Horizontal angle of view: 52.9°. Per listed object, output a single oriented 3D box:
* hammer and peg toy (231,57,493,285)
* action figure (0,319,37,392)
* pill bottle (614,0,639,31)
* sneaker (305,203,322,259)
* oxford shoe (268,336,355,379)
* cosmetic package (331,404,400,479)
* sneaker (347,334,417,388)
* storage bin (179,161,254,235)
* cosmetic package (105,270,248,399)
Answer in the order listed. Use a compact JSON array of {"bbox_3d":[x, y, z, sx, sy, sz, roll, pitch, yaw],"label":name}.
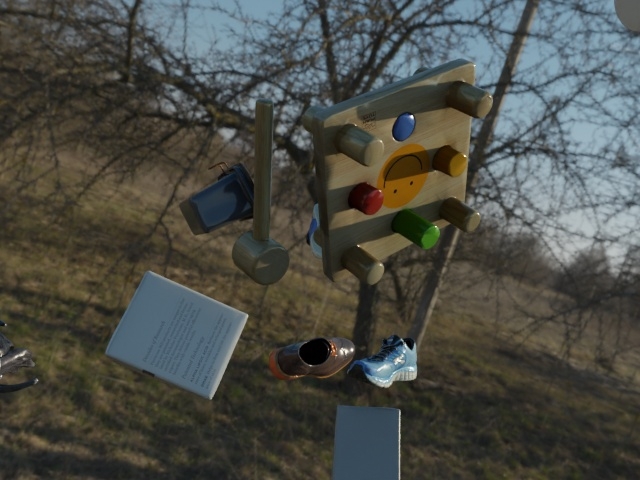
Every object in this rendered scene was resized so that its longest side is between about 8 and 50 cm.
[{"bbox_3d":[0.061,-0.074,0.837,0.361,0.266,0.127,-25,41,-26],"label":"hammer and peg toy"},{"bbox_3d":[-0.437,0.124,0.713,0.275,0.141,0.164,29,3,26],"label":"action figure"},{"bbox_3d":[0.496,-0.340,0.854,0.193,0.108,0.108,-18,14,-14],"label":"pill bottle"},{"bbox_3d":[0.001,0.000,1.372,0.058,0.085,0.152,2,46,-6],"label":"sneaker"},{"bbox_3d":[0.007,0.270,1.505,0.098,0.097,0.271,-29,-16,37],"label":"oxford shoe"},{"bbox_3d":[0.063,0.370,0.920,0.107,0.238,0.127,5,-31,5],"label":"cosmetic package"},{"bbox_3d":[0.096,0.178,0.983,0.063,0.073,0.162,12,6,34],"label":"sneaker"},{"bbox_3d":[-0.153,-0.057,0.944,0.091,0.098,0.135,-29,9,-20],"label":"storage bin"},{"bbox_3d":[-0.243,0.165,1.091,0.183,0.151,0.151,25,-19,-7],"label":"cosmetic package"}]
